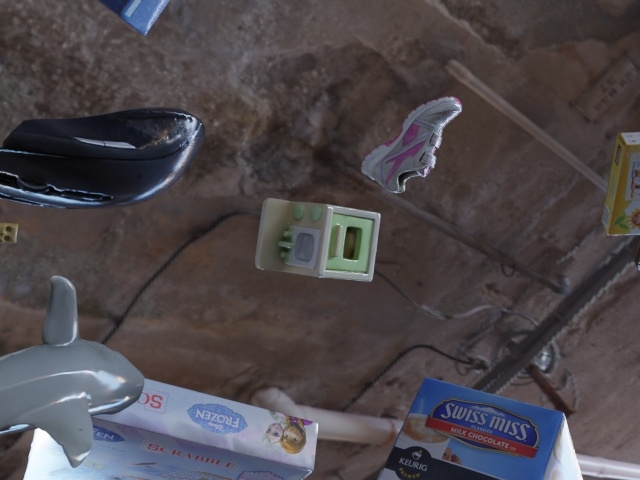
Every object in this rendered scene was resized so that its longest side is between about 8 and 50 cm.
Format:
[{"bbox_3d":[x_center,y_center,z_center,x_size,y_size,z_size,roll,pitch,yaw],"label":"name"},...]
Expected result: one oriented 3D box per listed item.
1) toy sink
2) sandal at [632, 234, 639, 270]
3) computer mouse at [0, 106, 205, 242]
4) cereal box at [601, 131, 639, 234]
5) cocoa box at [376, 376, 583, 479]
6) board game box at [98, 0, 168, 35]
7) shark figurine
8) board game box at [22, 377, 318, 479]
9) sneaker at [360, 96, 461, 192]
[{"bbox_3d":[0.000,0.000,1.708,0.131,0.234,0.153,7,-91,48],"label":"toy sink"},{"bbox_3d":[0.358,-0.059,0.819,0.090,0.219,0.060,-18,-136,-6],"label":"sandal"},{"bbox_3d":[-0.229,-0.037,0.693,0.184,0.262,0.060,-48,-123,47],"label":"computer mouse"},{"bbox_3d":[0.578,-0.090,1.274,0.240,0.173,0.047,-1,-144,2],"label":"cereal box"},{"bbox_3d":[0.259,0.411,1.254,0.231,0.347,0.228,10,-124,33],"label":"cocoa box"},{"bbox_3d":[-0.121,-0.270,0.600,0.136,0.035,0.201,39,-84,26],"label":"board game box"},{"bbox_3d":[-0.224,0.140,0.569,0.116,0.278,0.166,38,-45,27],"label":"shark figurine"},{"bbox_3d":[-0.205,0.281,1.038,0.318,0.318,0.066,124,-21,-50],"label":"board game box"},{"bbox_3d":[0.209,-0.194,1.711,0.252,0.103,0.111,-44,-110,20],"label":"sneaker"}]
